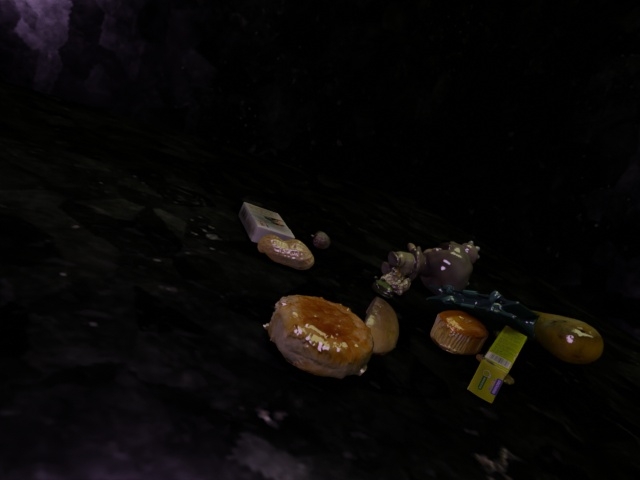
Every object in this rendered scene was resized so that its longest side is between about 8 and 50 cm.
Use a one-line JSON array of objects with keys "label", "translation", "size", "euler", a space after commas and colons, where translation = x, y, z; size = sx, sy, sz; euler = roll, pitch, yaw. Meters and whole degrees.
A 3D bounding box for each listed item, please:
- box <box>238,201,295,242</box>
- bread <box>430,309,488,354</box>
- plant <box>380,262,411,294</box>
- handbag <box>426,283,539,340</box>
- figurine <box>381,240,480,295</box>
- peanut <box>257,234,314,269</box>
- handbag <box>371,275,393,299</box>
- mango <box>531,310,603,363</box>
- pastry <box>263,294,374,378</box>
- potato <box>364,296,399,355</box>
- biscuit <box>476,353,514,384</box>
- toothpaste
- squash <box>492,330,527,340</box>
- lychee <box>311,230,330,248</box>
[{"label": "box", "translation": [-0.199, -0.051, 1.952], "size": [0.149, 0.067, 0.233], "euler": [15, 19, -27]}, {"label": "bread", "translation": [0.444, 0.290, 1.711], "size": [0.190, 0.114, 0.132], "euler": [5, 26, -37]}, {"label": "plant", "translation": [0.279, 0.133, 1.964], "size": [0.104, 0.122, 0.116], "euler": [20, 19, 32]}, {"label": "handbag", "translation": [0.542, 0.228, 1.800], "size": [0.326, 0.090, 0.238], "euler": [11, -16, 43]}, {"label": "figurine", "translation": [0.440, 0.104, 2.135], "size": [0.380, 0.249, 0.203], "euler": [6, 25, -14]}, {"label": "peanut", "translation": [-0.110, 0.037, 1.757], "size": [0.194, 0.094, 0.083], "euler": [23, 29, -10]}, {"label": "handbag", "translation": [0.224, 0.170, 1.881], "size": [0.072, 0.047, 0.111], "euler": [15, 16, -27]}, {"label": "mango", "translation": [0.912, 0.366, 2.066], "size": [0.177, 0.175, 0.329], "euler": [52, -17, -23]}, {"label": "pastry", "translation": [0.000, 0.227, 1.251], "size": [0.256, 0.121, 0.235], "euler": [32, 22, 20]}, {"label": "potato", "translation": [0.179, 0.232, 1.518], "size": [0.120, 0.100, 0.261], "euler": [25, 16, 6]}, {"label": "biscuit", "translation": [0.537, 0.395, 1.659], "size": [0.071, 0.018, 0.147], "euler": [11, 21, -31]}, {"label": "toothpaste", "translation": [0.517, 0.350, 1.560], "size": [0.077, 0.110, 0.327], "euler": [26, 20, 24]}, {"label": "squash", "translation": [0.680, 0.312, 1.972], "size": [0.123, 0.123, 0.187], "euler": [24, 11, 2]}, {"label": "lychee", "translation": [0.000, 0.000, 2.089], "size": [0.083, 0.068, 0.067], "euler": [25, 57, -9]}]
